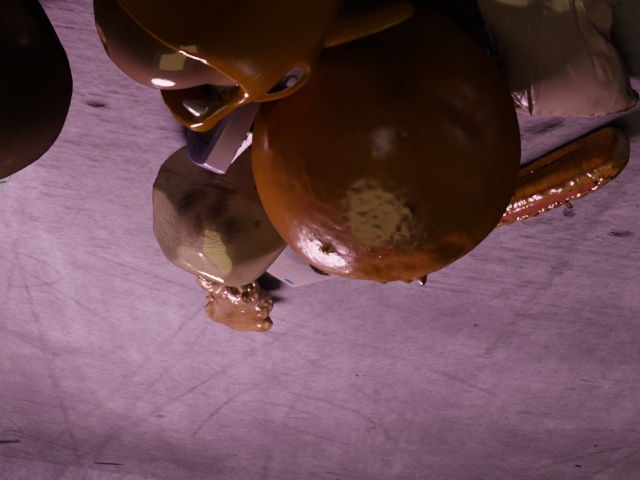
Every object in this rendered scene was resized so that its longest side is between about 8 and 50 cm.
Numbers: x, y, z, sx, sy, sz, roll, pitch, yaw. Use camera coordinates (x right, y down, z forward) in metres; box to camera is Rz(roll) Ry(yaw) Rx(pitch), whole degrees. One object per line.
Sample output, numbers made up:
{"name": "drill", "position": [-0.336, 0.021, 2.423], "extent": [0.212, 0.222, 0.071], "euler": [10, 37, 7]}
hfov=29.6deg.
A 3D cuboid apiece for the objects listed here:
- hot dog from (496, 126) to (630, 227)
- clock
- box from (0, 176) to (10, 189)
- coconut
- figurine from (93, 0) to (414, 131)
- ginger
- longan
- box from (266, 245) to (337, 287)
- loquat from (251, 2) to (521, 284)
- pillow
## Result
{"name": "hot dog", "position": [0.313, -0.081, 1.674], "extent": [0.061, 0.088, 0.286], "euler": [26, 153, -29]}
{"name": "clock", "position": [-0.108, -0.159, 1.538], "extent": [0.064, 0.172, 0.198], "euler": [19, 150, -21]}
{"name": "box", "position": [-0.530, -0.159, 1.804], "extent": [0.162, 0.041, 0.229], "euler": [16, 152, -14]}
{"name": "coconut", "position": [-0.130, -0.041, 1.748], "extent": [0.224, 0.224, 0.224], "euler": [7, 153, 4]}
{"name": "figurine", "position": [-0.094, -0.307, 1.156], "extent": [0.401, 0.268, 0.387], "euler": [-9, 145, 23]}
{"name": "ginger", "position": [-0.150, 0.098, 2.160], "extent": [0.137, 0.074, 0.213], "euler": [3, 146, 11]}
{"name": "longan", "position": [-0.450, -0.210, 1.437], "extent": [0.288, 0.288, 0.350], "euler": [2, 143, 12]}
{"name": "box", "position": [-0.001, 0.000, 1.931], "extent": [0.233, 0.067, 0.149], "euler": [-15, 143, 37]}
{"name": "loquat", "position": [0.074, -0.111, 1.417], "extent": [0.328, 0.328, 0.328], "euler": [7, 153, 4]}
{"name": "pillow", "position": [0.279, -0.225, 1.411], "extent": [0.173, 0.067, 0.270], "euler": [-3, 152, 15]}
